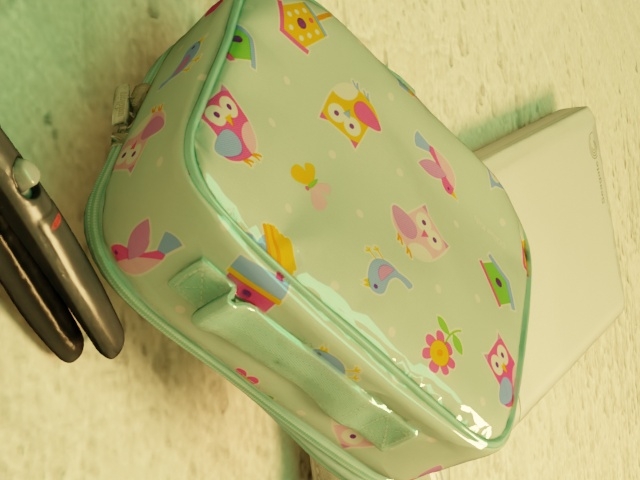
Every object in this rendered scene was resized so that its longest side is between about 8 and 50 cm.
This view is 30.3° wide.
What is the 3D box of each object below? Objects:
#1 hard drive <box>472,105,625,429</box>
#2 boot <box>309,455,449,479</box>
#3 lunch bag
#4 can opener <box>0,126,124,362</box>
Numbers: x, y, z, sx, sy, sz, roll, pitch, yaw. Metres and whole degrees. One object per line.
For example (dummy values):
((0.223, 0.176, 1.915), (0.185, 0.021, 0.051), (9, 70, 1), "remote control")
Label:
((0.206, 0.014, 1.129), (0.353, 0.047, 0.233), (-27, 108, -57), "hard drive")
((0.035, 0.202, 0.776), (0.123, 0.095, 0.258), (-53, 130, -56), "boot")
((0.000, 0.000, 0.673), (0.279, 0.108, 0.224), (41, 41, -24), "lunch bag")
((-0.144, -0.010, 0.560), (0.186, 0.059, 0.073), (62, 38, -31), "can opener")
